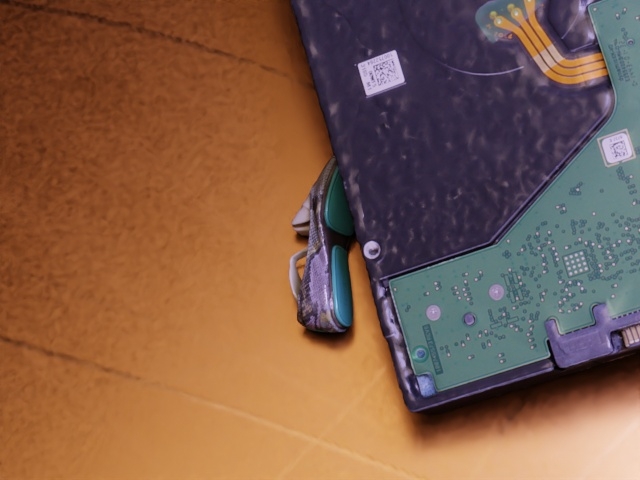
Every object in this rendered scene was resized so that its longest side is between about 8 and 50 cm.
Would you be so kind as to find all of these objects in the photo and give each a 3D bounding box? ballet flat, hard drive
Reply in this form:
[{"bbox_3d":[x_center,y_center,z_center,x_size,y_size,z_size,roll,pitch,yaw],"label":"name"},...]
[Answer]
[{"bbox_3d":[0.000,0.000,1.050,0.041,0.041,0.114,2,69,6],"label":"ballet flat"},{"bbox_3d":[0.118,-0.094,1.006,0.237,0.064,0.339,-20,77,17],"label":"hard drive"}]
